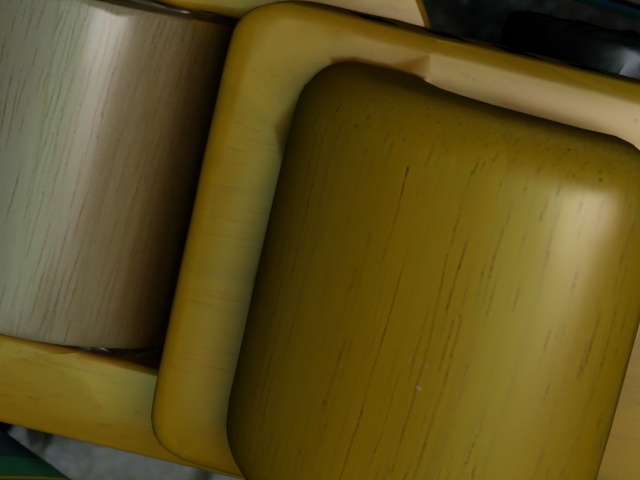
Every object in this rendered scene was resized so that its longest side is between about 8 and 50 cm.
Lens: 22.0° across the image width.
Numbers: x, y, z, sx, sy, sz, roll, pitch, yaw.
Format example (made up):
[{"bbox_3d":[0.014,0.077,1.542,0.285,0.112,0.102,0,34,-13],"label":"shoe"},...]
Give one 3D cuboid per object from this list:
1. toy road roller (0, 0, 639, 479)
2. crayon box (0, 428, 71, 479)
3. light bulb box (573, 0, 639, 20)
[{"bbox_3d":[0.000,0.000,0.571,0.330,0.240,0.202,14,100,3],"label":"toy road roller"},{"bbox_3d":[-0.090,0.185,0.649,0.278,0.165,0.081,37,101,-1],"label":"crayon box"},{"bbox_3d":[0.129,-0.253,0.525,0.358,0.225,0.361,17,99,3],"label":"light bulb box"}]
